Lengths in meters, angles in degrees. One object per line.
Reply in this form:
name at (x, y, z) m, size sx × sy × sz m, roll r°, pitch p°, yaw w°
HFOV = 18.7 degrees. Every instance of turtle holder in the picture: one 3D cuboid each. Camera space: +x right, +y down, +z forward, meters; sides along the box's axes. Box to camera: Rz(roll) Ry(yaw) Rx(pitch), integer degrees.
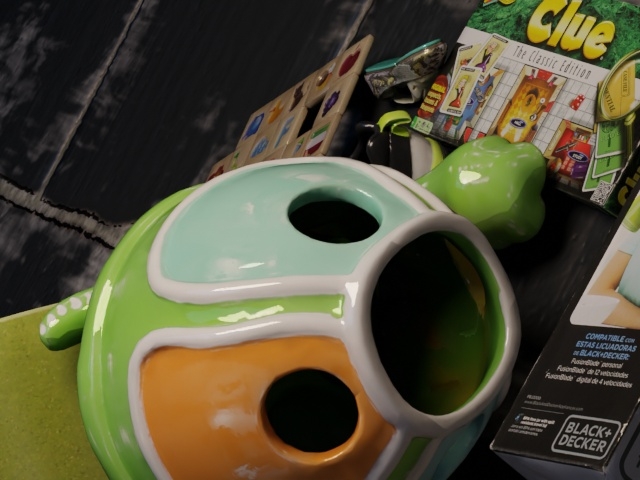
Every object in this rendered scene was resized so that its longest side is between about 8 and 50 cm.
turtle holder at (0.018, 0.064, 1.191) m, size 0.227 × 0.320 × 0.243 m, roll -18°, pitch 80°, yaw 46°

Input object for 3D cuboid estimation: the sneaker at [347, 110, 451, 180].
sneaker at (0.000, 0.000, 1.410) m, size 0.234 × 0.097 × 0.084 m, roll -52°, pitch 30°, yaw 17°

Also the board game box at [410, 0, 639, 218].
board game box at (0.162, -0.105, 1.327) m, size 0.136 × 0.030 × 0.260 m, roll -59°, pitch 30°, yaw -1°

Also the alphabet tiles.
alphabet tiles at (-0.051, -0.048, 1.576) m, size 0.237 × 0.009 × 0.198 m, roll -29°, pitch 34°, yaw 55°

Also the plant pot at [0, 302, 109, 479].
plant pot at (-0.168, 0.211, 1.302) m, size 0.275 × 0.275 × 0.293 m, roll -27°, pitch 77°, yaw 44°

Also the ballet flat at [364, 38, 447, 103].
ballet flat at (0.070, -0.124, 1.469) m, size 0.114 × 0.041 × 0.041 m, roll -13°, pitch 53°, yaw 67°

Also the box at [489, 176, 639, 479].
box at (0.226, 0.026, 0.932) m, size 0.087 × 0.169 × 0.290 m, roll 3°, pitch 59°, yaw 59°
